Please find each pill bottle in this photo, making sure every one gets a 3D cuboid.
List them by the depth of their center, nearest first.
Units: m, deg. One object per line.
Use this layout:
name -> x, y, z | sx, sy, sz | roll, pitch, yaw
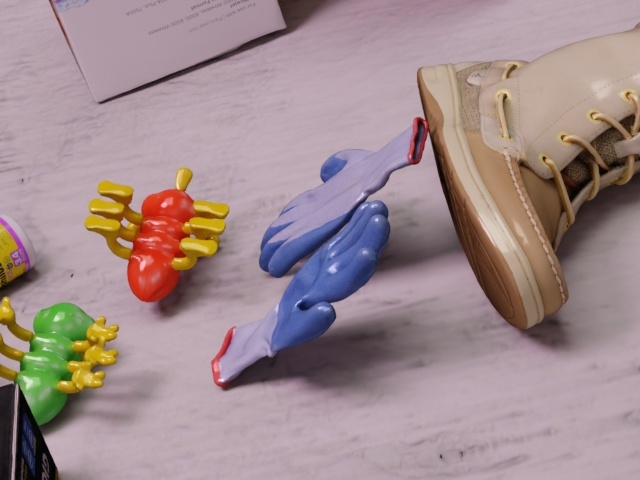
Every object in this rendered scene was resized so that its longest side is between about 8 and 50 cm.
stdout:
pill bottle -> -0.238, 0.020, 1.324 | 0.083, 0.043, 0.043 | -34, 37, -23

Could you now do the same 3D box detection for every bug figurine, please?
bug figurine -> -0.208, 0.016, 1.258 | 0.279, 0.072, 0.216 | 13, 51, 9

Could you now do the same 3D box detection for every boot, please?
boot -> 0.176, -0.055, 1.213 | 0.203, 0.095, 0.262 | -14, 30, 2

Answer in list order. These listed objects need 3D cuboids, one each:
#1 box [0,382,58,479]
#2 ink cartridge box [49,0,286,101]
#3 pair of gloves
box -> -0.270, 0.226, 1.016 | 0.257, 0.079, 0.322 | -16, 34, 4
ink cartridge box -> -0.153, -0.263, 1.523 | 0.168, 0.233, 0.171 | -22, 35, -5
pair of gloves -> 0.000, 0.000, 1.198 | 0.159, 0.023, 0.198 | -37, 22, 37
